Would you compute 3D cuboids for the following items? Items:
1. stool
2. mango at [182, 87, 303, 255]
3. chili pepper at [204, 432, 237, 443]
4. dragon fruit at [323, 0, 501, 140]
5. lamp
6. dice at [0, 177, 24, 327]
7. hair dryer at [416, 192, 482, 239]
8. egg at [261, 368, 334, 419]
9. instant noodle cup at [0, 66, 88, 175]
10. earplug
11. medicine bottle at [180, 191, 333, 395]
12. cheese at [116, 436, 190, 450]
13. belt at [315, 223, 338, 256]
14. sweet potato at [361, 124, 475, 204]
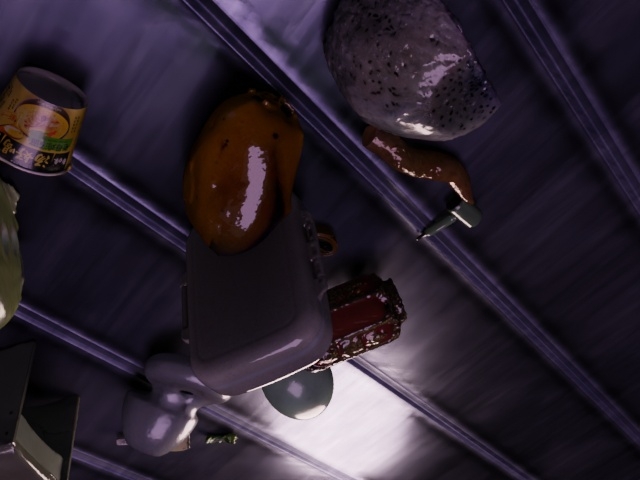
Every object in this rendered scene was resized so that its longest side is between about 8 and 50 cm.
[{"bbox_3d":[-0.673,0.410,1.535,0.170,0.270,0.244,-12,134,2],"label":"stool"},{"bbox_3d":[-0.135,-0.116,1.190,0.201,0.153,0.287,18,113,0],"label":"mango"},{"bbox_3d":[-0.271,0.543,1.908,0.091,0.034,0.030,1,100,-10],"label":"chili pepper"},{"bbox_3d":[0.137,-0.256,1.095,0.204,0.221,0.283,-34,133,13],"label":"dragon fruit"},{"bbox_3d":[0.048,0.177,1.507,0.273,0.177,0.177,-24,134,-1],"label":"lamp"},{"bbox_3d":[-0.655,0.020,1.179,0.254,0.250,0.252,-4,134,-7],"label":"dice"},{"bbox_3d":[0.256,-0.039,1.451,0.071,0.047,0.150,35,130,-30],"label":"hair dryer"},{"bbox_3d":[-0.053,0.332,1.647,0.167,0.168,0.231,-19,136,7],"label":"egg"},{"bbox_3d":[-0.445,-0.191,1.099,0.151,0.151,0.122,21,120,-27],"label":"instant noodle cup"},{"bbox_3d":[-0.341,0.373,1.627,0.214,0.175,0.325,29,122,-25],"label":"earplug"},{"bbox_3d":[-0.118,0.082,1.252,0.282,0.375,0.123,-24,137,12],"label":"medicine bottle"},{"bbox_3d":[-0.442,0.528,1.850,0.192,0.037,0.097,0,132,-12],"label":"cheese"},{"bbox_3d":[0.000,0.000,1.434,0.083,0.036,0.059,29,121,-33],"label":"belt"},{"bbox_3d":[0.204,-0.143,1.317,0.281,0.067,0.059,19,169,-26],"label":"sweet potato"}]
